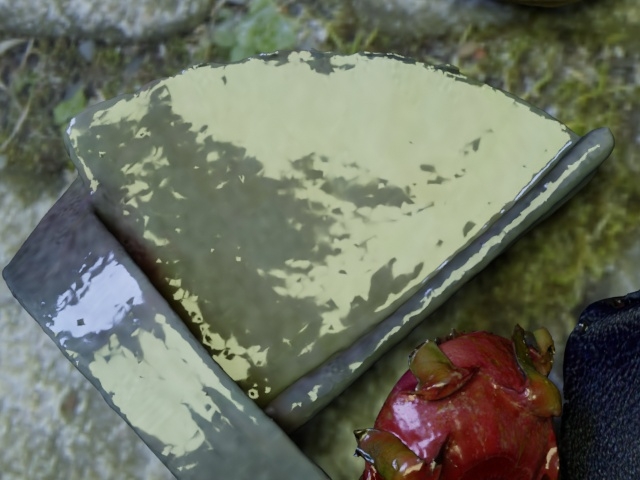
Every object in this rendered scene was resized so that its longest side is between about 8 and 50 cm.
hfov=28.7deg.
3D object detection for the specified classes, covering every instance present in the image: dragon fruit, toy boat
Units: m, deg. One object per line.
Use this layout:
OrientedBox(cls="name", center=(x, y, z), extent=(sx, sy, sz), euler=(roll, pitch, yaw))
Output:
OrientedBox(cls="dragon fruit", center=(0.078, 0.104, 0.611), extent=(0.068, 0.126, 0.112), euler=(29, 121, 48))
OrientedBox(cls="toy boat", center=(-0.031, 0.012, 0.698), extent=(0.276, 0.111, 0.294), euler=(29, 78, 15))

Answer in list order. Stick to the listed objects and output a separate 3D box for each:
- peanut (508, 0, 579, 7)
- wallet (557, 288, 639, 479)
OrientedBox(cls="peanut", center=(0.148, -0.184, 0.692), extent=(0.194, 0.083, 0.093), euler=(-10, 58, 18))
OrientedBox(cls="wallet", center=(0.172, 0.139, 0.523), extent=(0.071, 0.221, 0.262), euler=(6, 79, -12))
